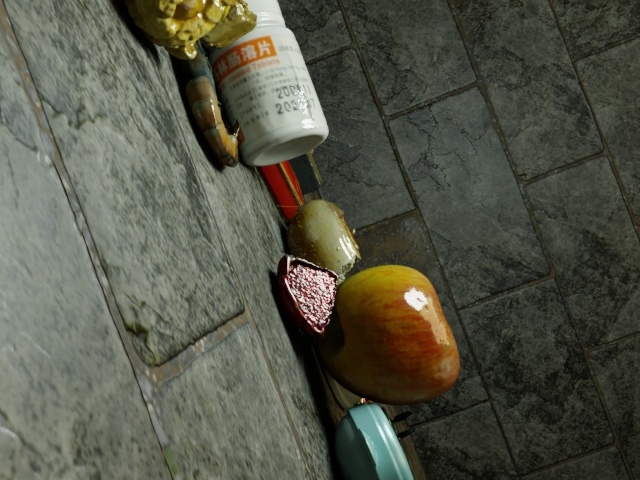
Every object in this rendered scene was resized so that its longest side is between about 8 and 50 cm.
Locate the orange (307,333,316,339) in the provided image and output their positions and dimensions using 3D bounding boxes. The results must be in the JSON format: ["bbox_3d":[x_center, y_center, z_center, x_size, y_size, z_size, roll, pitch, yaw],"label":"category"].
[{"bbox_3d":[-0.006,0.187,1.481,0.086,0.062,0.086,-14,90,-73],"label":"orange"}]

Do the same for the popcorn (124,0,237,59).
[{"bbox_3d":[-0.223,-0.368,1.007,0.140,0.163,0.194,52,34,10],"label":"popcorn"}]

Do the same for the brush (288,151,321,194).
[{"bbox_3d":[-0.083,-0.222,1.963,0.059,0.123,0.197,-96,164,-59],"label":"brush"}]

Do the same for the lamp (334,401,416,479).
[{"bbox_3d":[0.106,0.406,1.272,0.284,0.147,0.209,-37,108,-76],"label":"lamp"}]

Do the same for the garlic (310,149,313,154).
[{"bbox_3d":[-0.097,-0.292,2.056,0.127,0.131,0.194,33,-24,43],"label":"garlic"}]

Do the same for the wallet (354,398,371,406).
[{"bbox_3d":[0.085,0.345,1.817,0.141,0.067,0.241,84,-8,-64],"label":"wallet"}]

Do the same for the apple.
[{"bbox_3d":[0.123,0.196,1.357,0.301,0.301,0.301,-21,90,-85],"label":"apple"}]

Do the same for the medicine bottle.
[{"bbox_3d":[-0.136,-0.372,1.505,0.211,0.211,0.371,26,43,-83],"label":"medicine bottle"}]

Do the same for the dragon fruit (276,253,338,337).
[{"bbox_3d":[-0.043,0.121,1.318,0.127,0.120,0.161,128,-24,-54],"label":"dragon fruit"}]

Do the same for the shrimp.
[{"bbox_3d":[-0.203,-0.264,1.226,0.222,0.054,0.290,44,25,-78],"label":"shrimp"}]

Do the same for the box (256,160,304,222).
[{"bbox_3d":[-0.117,-0.184,1.773,0.153,0.074,0.240,-111,176,-47],"label":"box"}]

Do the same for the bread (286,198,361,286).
[{"bbox_3d":[-0.002,-0.003,1.671,0.314,0.171,0.192,-97,162,-76],"label":"bread"}]

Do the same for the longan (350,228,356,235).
[{"bbox_3d":[0.044,0.025,2.072,0.145,0.176,0.155,40,11,-49],"label":"longan"}]

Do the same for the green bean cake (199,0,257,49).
[{"bbox_3d":[-0.231,-0.492,1.298,0.224,0.131,0.230,57,7,-9],"label":"green bean cake"}]

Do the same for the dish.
[{"bbox_3d":[0.067,0.264,1.625,0.303,0.120,0.303,-21,90,-84],"label":"dish"}]
